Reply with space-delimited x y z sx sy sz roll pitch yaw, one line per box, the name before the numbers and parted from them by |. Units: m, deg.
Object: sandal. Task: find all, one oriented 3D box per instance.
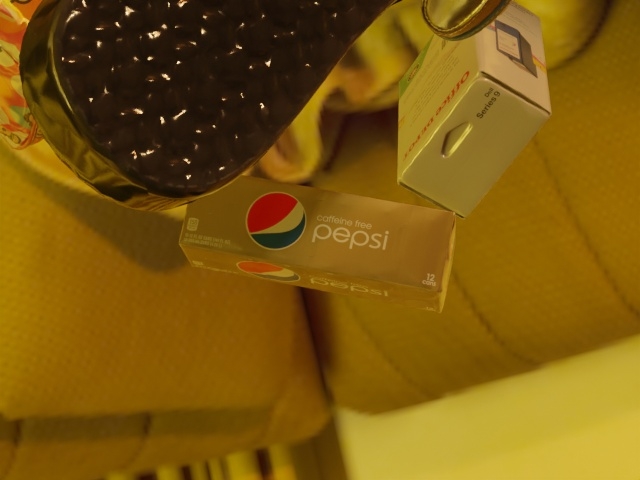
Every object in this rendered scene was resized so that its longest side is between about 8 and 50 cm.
sandal | -0.004 -0.182 0.852 0.446 0.167 0.107 -42 -164 -32

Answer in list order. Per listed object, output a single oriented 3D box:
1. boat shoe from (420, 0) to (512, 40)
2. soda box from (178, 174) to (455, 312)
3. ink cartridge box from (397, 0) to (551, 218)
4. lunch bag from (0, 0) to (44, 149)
boat shoe | 0.114 -0.214 1.037 0.066 0.066 0.183 -22 147 -56
soda box | 0.000 0.000 1.045 0.181 0.058 0.061 10 165 7
ink cartridge box | 0.154 -0.148 1.577 0.093 0.212 0.154 29 121 -13
lunch bag | -0.183 -0.215 1.239 0.258 0.120 0.293 -46 -179 -21
